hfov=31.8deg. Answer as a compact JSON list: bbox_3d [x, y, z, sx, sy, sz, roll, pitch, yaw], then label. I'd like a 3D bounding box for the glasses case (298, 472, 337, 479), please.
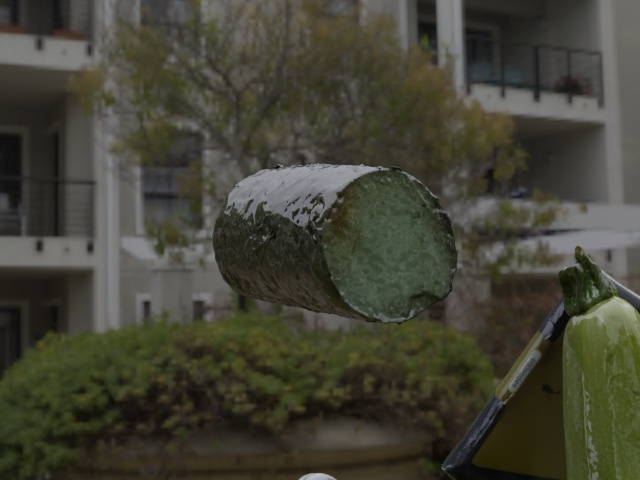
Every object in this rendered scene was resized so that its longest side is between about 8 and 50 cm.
[{"bbox_3d":[-0.010,0.405,1.392,0.059,0.234,0.092,-17,-37,36],"label":"glasses case"}]

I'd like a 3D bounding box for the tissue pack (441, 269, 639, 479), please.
[{"bbox_3d":[0.422,0.266,1.791,0.264,0.417,0.253,36,6,15],"label":"tissue pack"}]

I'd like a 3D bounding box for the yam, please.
[{"bbox_3d":[0.000,0.000,1.198,0.168,0.168,0.304,3,3,-31],"label":"yam"}]

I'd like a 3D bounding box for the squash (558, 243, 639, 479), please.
[{"bbox_3d":[0.305,0.147,1.123,0.137,0.288,0.137,0,-12,0],"label":"squash"}]
